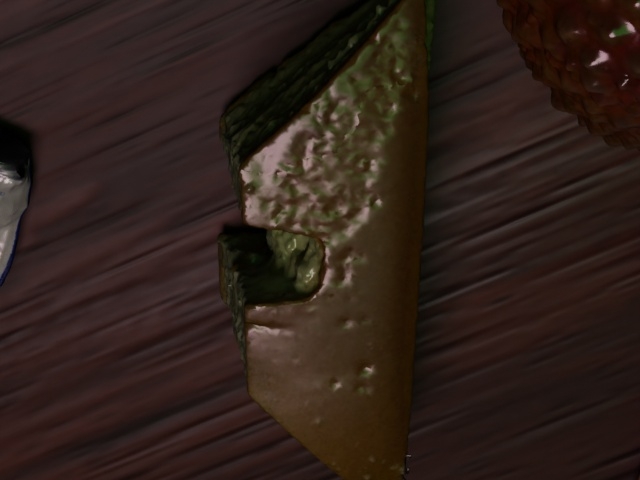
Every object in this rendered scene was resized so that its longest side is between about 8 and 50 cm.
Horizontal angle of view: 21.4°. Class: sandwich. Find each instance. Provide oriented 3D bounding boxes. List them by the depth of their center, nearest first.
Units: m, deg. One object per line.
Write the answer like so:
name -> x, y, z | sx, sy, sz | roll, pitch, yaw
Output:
sandwich -> 0.000, 0.000, 0.713 | 0.088, 0.090, 0.244 | 2, 115, -4

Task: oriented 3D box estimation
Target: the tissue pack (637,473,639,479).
tissue pack -> 0.202, 0.129, 0.790 | 0.109, 0.060, 0.148 | 13, 116, -5

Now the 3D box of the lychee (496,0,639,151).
lychee -> 0.143, -0.108, 0.618 | 0.197, 0.165, 0.165 | 45, 114, 26

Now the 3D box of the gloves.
gloves -> -0.162, -0.013, 0.744 | 0.064, 0.026, 0.086 | 20, 118, -7
